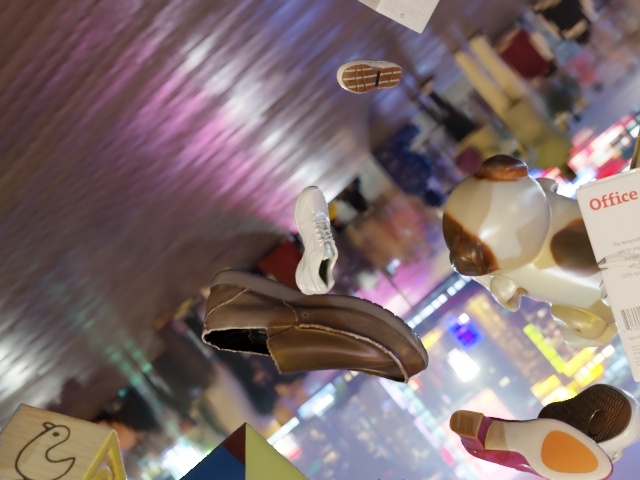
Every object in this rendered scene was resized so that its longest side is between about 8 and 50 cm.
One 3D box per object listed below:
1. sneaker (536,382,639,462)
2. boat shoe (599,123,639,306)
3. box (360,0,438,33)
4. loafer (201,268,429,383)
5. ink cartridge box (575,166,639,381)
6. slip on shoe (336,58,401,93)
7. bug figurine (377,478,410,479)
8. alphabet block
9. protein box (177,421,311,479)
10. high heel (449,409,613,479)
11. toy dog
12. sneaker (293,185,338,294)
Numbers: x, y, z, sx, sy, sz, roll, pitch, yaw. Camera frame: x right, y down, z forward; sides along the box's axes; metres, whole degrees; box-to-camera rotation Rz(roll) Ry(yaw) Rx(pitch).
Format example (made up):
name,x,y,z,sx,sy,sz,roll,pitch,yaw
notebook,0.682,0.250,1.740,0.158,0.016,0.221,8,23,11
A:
name,x,y,z,sx,sy,sz,roll,pitch,yaw
sneaker,0.453,0.294,2.083,0.290,0.123,0.106,153,-41,-72
boat shoe,0.395,-0.042,1.678,0.095,0.084,0.258,83,30,-81
box,0.143,-0.435,2.111,0.170,0.091,0.130,-61,-155,11
loafer,-0.017,0.154,1.948,0.130,0.366,0.134,-62,150,-29
ink cartridge box,0.412,0.024,1.496,0.172,0.237,0.100,-18,180,45
slip on shoe,0.067,-0.255,2.014,0.135,0.041,0.051,-13,124,-45
bug figurine,0.165,0.424,1.781,0.072,0.216,0.279,-28,127,-24
alphabet block,-0.486,0.442,2.406,0.193,0.197,0.192,86,22,-45
protein box,-0.075,0.380,1.674,0.136,0.200,0.201,-38,154,-27
high heel,0.298,0.294,1.817,0.117,0.244,0.082,42,61,-52
toy dog,0.402,0.020,2.410,0.284,0.408,0.395,-65,-163,3
sneaker,0.000,0.000,1.822,0.054,0.152,0.061,-5,-176,-32
